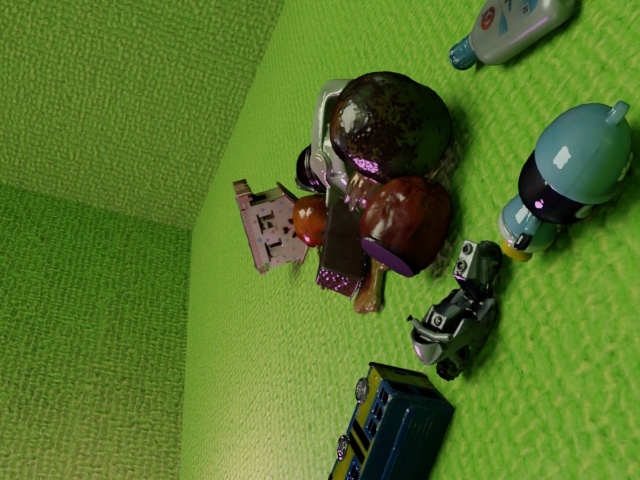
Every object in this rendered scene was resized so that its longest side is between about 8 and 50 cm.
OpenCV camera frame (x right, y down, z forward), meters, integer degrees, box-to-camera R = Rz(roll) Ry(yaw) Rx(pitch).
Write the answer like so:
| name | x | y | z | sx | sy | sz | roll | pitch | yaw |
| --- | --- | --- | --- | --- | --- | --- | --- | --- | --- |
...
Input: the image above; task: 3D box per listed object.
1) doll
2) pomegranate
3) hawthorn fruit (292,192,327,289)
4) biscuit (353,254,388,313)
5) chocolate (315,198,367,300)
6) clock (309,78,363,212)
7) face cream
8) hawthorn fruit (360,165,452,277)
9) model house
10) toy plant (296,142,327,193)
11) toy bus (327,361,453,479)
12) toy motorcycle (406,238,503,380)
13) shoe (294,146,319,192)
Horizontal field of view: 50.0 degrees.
| name | x | y | z | sx | sy | sz | roll | pitch | yaw |
| --- | --- | --- | --- | --- | --- | --- | --- | --- | --- |
| doll | 0.378 | -0.092 | 1.056 | 0.177 | 0.141 | 0.314 | -53 | -11 | -39 |
| pomegranate | 0.134 | -0.209 | 1.563 | 0.285 | 0.284 | 0.341 | -107 | 34 | -56 |
| hawthorn fruit | 0.000 | 0.000 | 2.063 | 0.165 | 0.165 | 0.286 | -159 | 61 | -70 |
| biscuit | 0.138 | 0.069 | 1.737 | 0.153 | 0.030 | 0.235 | 165 | 118 | -66 |
| chocolate | 0.060 | -0.003 | 1.819 | 0.112 | 0.111 | 0.321 | 116 | 166 | -51 |
| clock | 0.099 | -0.235 | 1.751 | 0.108 | 0.265 | 0.324 | 11 | 94 | 45 |
| face cream | 0.375 | -0.440 | 1.381 | 0.336 | 0.080 | 0.163 | 154 | 127 | -64 |
| hawthorn fruit | 0.189 | -0.052 | 1.464 | 0.251 | 0.189 | 0.189 | -68 | 21 | 10 |
| model house | -0.142 | -0.069 | 2.304 | 0.169 | 0.244 | 0.326 | -122 | 16 | -67 |
| toy plant | 0.044 | -0.220 | 2.015 | 0.235 | 0.175 | 0.218 | -5 | 61 | 44 |
| toy bus | 0.132 | 0.407 | 1.364 | 0.175 | 0.138 | 0.288 | -136 | 63 | -68 |
| toy motorcycle | 0.245 | 0.125 | 1.238 | 0.106 | 0.159 | 0.271 | 24 | 101 | 48 |
| shoe | -0.018 | -0.242 | 2.253 | 0.293 | 0.109 | 0.149 | -133 | 54 | -72 |
